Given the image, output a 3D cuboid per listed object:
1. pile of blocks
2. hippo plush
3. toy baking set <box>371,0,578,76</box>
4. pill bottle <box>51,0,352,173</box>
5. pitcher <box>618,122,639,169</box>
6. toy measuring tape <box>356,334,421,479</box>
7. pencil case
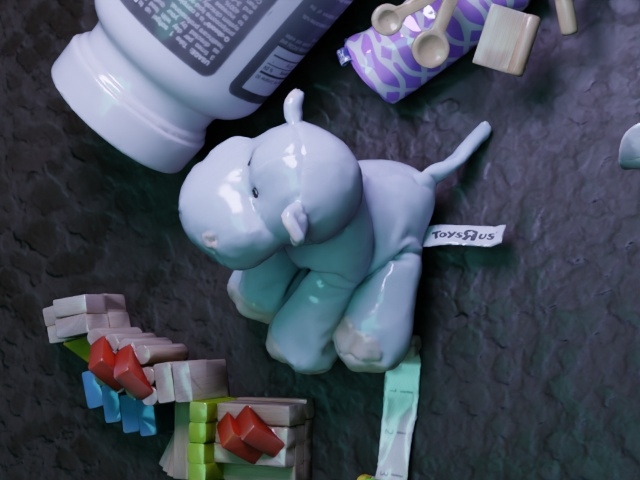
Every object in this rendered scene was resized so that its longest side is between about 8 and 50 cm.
[{"bbox_3d":[-0.174,0.171,1.488,0.362,0.112,0.149,27,98,23],"label":"pile of blocks"},{"bbox_3d":[0.000,0.000,1.332,0.294,0.236,0.234,-13,72,24],"label":"hippo plush"},{"bbox_3d":[0.137,-0.272,1.298,0.196,0.030,0.256,-9,102,-5],"label":"toy baking set"},{"bbox_3d":[-0.094,-0.254,1.417,0.363,0.210,0.210,-47,71,15],"label":"pill bottle"},{"bbox_3d":[0.395,-0.055,1.248,0.177,0.125,0.207,-39,61,2],"label":"pitcher"},{"bbox_3d":[0.049,0.255,1.384,0.121,0.121,0.330,7,90,24],"label":"toy measuring tape"},{"bbox_3d":[0.119,-0.221,1.393,0.206,0.086,0.088,-33,49,18],"label":"pencil case"}]
